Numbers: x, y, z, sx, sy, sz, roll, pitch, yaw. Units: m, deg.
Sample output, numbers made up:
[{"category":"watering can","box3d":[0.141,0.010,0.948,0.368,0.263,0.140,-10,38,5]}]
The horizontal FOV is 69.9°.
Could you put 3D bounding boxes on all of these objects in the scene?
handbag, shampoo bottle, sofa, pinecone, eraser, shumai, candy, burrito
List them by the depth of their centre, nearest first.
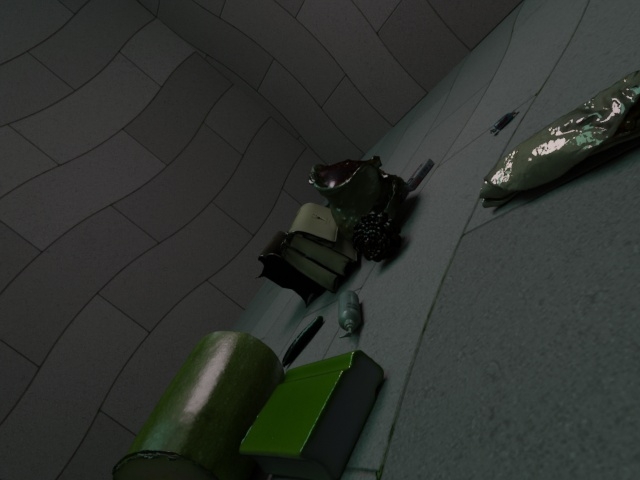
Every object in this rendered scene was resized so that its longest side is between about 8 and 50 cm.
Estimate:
[{"category":"burrito","box3d":[0.396,-0.150,0.746,0.117,0.076,0.392,-61,10,-24]},{"category":"eraser","box3d":[-0.022,0.320,0.842,0.210,0.092,0.274,-55,10,-33]},{"category":"shampoo bottle","box3d":[0.069,0.180,1.098,0.056,0.056,0.195,-48,9,13]},{"category":"candy","box3d":[0.479,-0.311,1.202,0.083,0.020,0.030,-44,10,26]},{"category":"pinecone","box3d":[0.158,-0.013,1.243,0.140,0.140,0.120,-46,-19,30]},{"category":"shumai","box3d":[0.083,-0.143,1.454,0.330,0.288,0.292,-138,69,-77]},{"category":"eraser","box3d":[0.335,-0.224,1.564,0.122,0.029,0.052,-51,8,-9]},{"category":"handbag","box3d":[0.000,0.000,1.584,0.160,0.236,0.358,-60,5,19]},{"category":"sofa","box3d":[-0.084,0.085,1.684,0.182,0.258,0.200,-61,-1,37]}]

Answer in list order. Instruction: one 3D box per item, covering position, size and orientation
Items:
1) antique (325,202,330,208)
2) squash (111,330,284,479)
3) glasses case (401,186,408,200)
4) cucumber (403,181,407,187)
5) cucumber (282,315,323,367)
[{"category":"antique","box3d":[0.049,-0.064,1.916,0.255,0.185,0.322,-45,6,-17]},{"category":"squash","box3d":[-0.244,0.416,1.024,0.263,0.263,0.384,-46,9,27]},{"category":"glasses case","box3d":[0.232,-0.148,1.650,0.047,0.071,0.205,-50,6,-24]},{"category":"cucumber","box3d":[0.291,-0.195,1.653,0.037,0.037,0.155,-50,1,5]},{"category":"cucumber","box3d":[-0.055,0.292,1.341,0.184,0.036,0.033,-49,16,-1]}]
